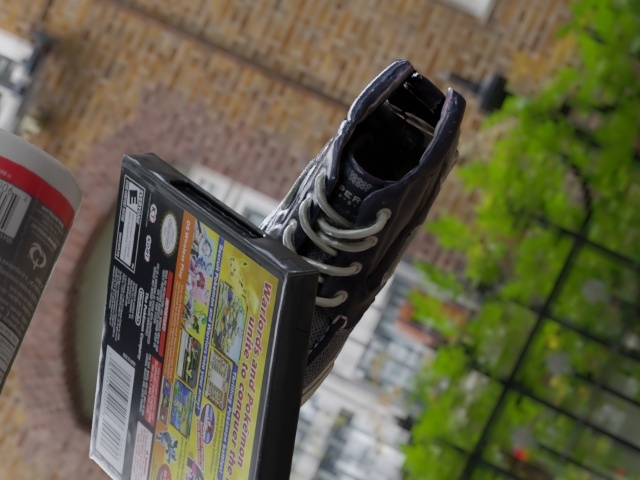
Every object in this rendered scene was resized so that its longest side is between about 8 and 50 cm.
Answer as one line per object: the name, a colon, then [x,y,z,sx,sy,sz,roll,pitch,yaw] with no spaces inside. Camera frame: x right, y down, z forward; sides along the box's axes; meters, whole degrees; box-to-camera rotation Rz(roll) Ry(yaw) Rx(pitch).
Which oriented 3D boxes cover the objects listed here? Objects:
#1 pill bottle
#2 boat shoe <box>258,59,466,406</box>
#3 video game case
pill bottle: [-0.341,0.064,1.586,0.176,0.176,0.318,76,-147,-67]
boat shoe: [0.000,0.000,1.497,0.340,0.127,0.158,-58,-7,-15]
video game case: [-0.097,0.102,1.422,0.035,0.248,0.274,-6,-65,-34]
